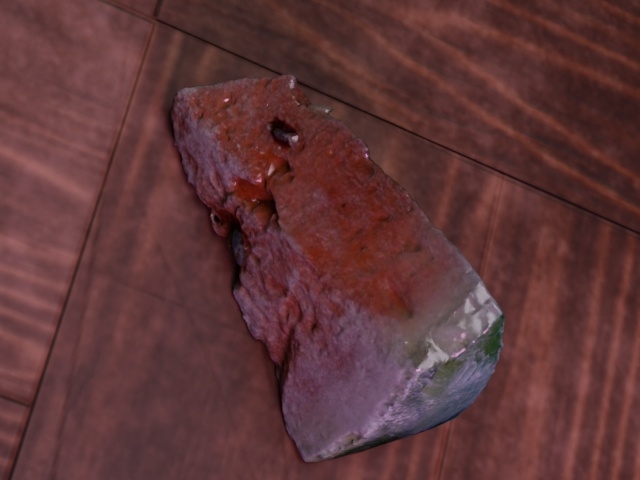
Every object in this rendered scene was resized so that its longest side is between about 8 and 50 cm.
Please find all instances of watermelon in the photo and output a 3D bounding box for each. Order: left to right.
[{"bbox_3d":[0.000,0.000,0.958,0.094,0.154,0.241,-24,73,-30],"label":"watermelon"}]
